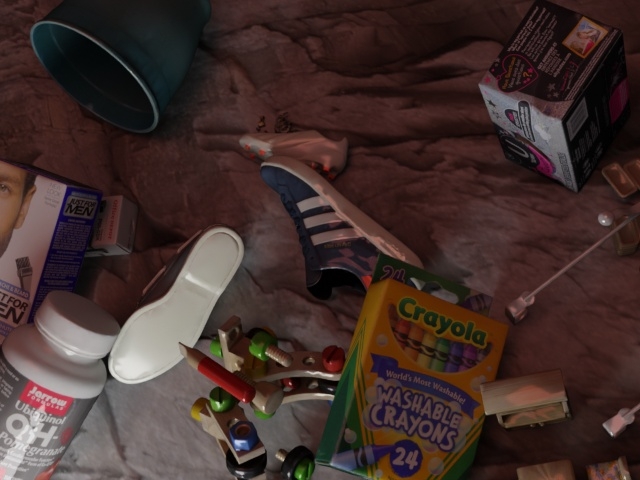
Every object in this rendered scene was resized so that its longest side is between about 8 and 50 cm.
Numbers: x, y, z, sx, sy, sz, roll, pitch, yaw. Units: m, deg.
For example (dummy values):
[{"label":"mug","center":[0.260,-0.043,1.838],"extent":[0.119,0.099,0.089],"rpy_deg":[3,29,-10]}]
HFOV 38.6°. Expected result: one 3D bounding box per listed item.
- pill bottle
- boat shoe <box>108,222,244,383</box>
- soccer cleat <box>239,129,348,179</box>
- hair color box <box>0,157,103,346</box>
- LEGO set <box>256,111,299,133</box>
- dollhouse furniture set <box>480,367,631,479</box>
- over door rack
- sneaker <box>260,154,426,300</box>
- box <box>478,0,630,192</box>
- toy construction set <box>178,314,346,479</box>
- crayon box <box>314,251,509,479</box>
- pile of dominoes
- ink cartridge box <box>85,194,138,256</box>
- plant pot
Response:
[{"label":"pill bottle","center":[-0.457,0.246,1.480],"extent":[0.176,0.176,0.318],"rpy_deg":[37,100,28]},{"label":"boat shoe","center":[-0.245,0.104,1.557],"extent":[0.319,0.116,0.099],"rpy_deg":[-53,19,3]},{"label":"soccer cleat","center":[-0.044,-0.161,1.585],"extent":[0.196,0.068,0.076],"rpy_deg":[15,71,17]},{"label":"hair color box","center":[-0.527,0.043,1.611],"extent":[0.185,0.110,0.339],"rpy_deg":[19,93,26]},{"label":"LEGO set","center":[-0.079,-0.206,1.634],"extent":[0.083,0.023,0.054],"rpy_deg":[-5,69,19]},{"label":"dollhouse furniture set","center":[0.300,0.312,1.218],"extent":[0.212,0.161,0.242],"rpy_deg":[-14,66,15]},{"label":"over door rack","center":[0.437,0.085,1.248],"extent":[0.324,0.108,0.239],"rpy_deg":[-44,64,15]},{"label":"sneaker","center":[0.000,0.000,1.465],"extent":[0.350,0.131,0.148],"rpy_deg":[39,83,28]},{"label":"box","center":[0.348,-0.206,1.348],"extent":[0.142,0.247,0.163],"rpy_deg":[32,83,29]},{"label":"toy construction set","center":[-0.121,0.209,1.352],"extent":[0.237,0.309,0.257],"rpy_deg":[28,74,32]},{"label":"crayon box","center":[0.140,0.192,1.307],"extent":[0.203,0.083,0.323],"rpy_deg":[22,74,-13]},{"label":"pile of dominoes","center":[0.555,-0.043,1.342],"extent":[0.251,0.040,0.196],"rpy_deg":[-11,66,7]},{"label":"ink cartridge box","center":[-0.410,-0.025,1.670],"extent":[0.135,0.056,0.099],"rpy_deg":[-5,68,19]},{"label":"plant pot","center":[-0.342,-0.382,1.681],"extent":[0.272,0.271,0.255],"rpy_deg":[21,63,26]}]
